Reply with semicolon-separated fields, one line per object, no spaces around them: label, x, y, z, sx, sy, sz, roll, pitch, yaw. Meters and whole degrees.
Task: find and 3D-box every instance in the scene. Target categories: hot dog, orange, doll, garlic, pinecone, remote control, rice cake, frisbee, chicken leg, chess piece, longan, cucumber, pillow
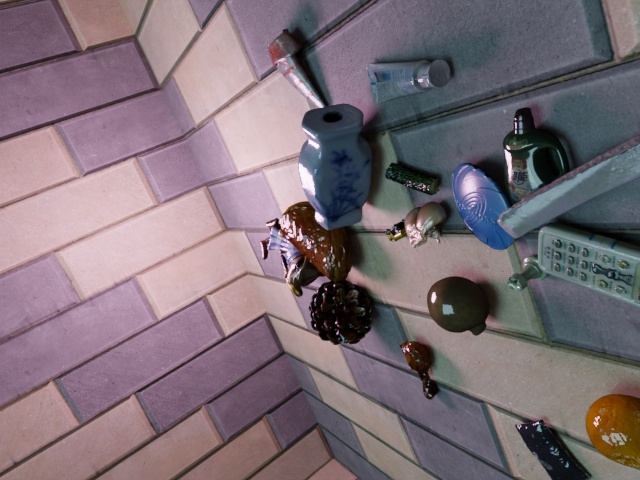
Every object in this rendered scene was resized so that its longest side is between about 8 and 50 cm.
hot dog;0.000;0.000;1.927;0.387;0.174;0.266;43;154;29
orange;0.709;0.436;1.075;0.178;0.155;0.177;11;158;5
doll;-0.137;0.073;2.195;0.340;0.209;0.317;45;158;26
garlic;0.315;-0.050;1.391;0.174;0.099;0.124;-43;58;60
pinecone;0.080;0.309;2.009;0.298;0.242;0.296;61;157;13
remote control;0.615;0.058;0.965;0.335;0.066;0.127;28;137;49
rice cake;0.505;-0.107;0.909;0.072;0.056;0.365;51;137;0
frisbee;0.396;-0.079;1.180;0.242;0.045;0.242;62;173;14
chicken leg;0.397;0.504;1.828;0.304;0.093;0.113;66;173;-30
chess piece;0.506;0.085;1.151;0.067;0.103;0.067;43;150;33
longan;0.412;0.199;1.382;0.204;0.159;0.185;50;156;-8
cucumber;0.268;-0.180;1.372;0.187;0.058;0.058;32;142;47
pillow;0.702;0.650;1.439;0.208;0.055;0.141;53;146;13

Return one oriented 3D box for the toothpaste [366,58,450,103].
toothpaste;0.213;-0.420;1.222;0.299;0.073;0.113;26;140;61

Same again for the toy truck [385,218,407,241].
toy truck;0.256;-0.029;1.559;0.054;0.049;0.083;58;153;2

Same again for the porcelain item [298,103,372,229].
porcelain item;0.051;-0.228;1.523;0.405;0.243;0.178;84;168;-48

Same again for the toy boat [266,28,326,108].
toy boat;-0.071;-0.559;1.599;0.282;0.096;0.206;53;163;-13

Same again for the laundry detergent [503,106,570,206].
laundry detergent;0.460;-0.174;1.004;0.144;0.078;0.221;18;130;53
